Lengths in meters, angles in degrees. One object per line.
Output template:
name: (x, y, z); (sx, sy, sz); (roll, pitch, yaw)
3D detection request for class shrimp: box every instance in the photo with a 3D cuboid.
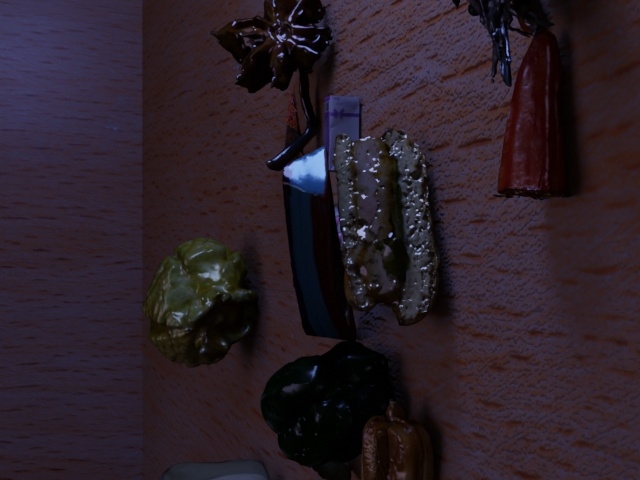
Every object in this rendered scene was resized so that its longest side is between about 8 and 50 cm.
shrimp: (0.189, -0.311, 0.902); (0.172, 0.137, 0.372); (127, 139, -53)

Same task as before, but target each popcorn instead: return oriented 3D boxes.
popcorn: (-0.249, 0.135, 1.971); (0.258, 0.224, 0.270); (134, 139, -52)

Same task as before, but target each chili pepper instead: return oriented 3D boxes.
chili pepper: (0.006, 0.243, 1.367); (0.165, 0.173, 0.261); (58, 150, 12)
chili pepper: (0.216, -0.127, 0.943); (0.088, 0.064, 0.169); (-176, 90, -69)

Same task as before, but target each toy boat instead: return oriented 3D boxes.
toy boat: (0.002, 0.032, 1.299); (0.392, 0.079, 0.136); (83, -174, -52)

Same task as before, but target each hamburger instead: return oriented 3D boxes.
hamburger: (0.087, -0.007, 1.225); (0.131, 0.124, 0.262); (75, -169, -67)

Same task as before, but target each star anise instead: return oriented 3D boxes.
star anise: (-0.073, -0.289, 1.586); (0.237, 0.148, 0.347); (-6, 81, 26)

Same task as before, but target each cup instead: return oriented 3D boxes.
cup: (-0.201, 0.527, 1.856); (0.255, 0.202, 0.173); (172, 98, -69)

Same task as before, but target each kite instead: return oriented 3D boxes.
kite: (-0.054, -0.159, 1.740); (0.125, 0.008, 0.222); (126, 139, -58)

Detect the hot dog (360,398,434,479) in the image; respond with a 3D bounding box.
hot dog: (0.101, 0.328, 1.229); (0.102, 0.076, 0.249); (5, 99, 32)

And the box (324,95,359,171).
box: (0.033, -0.162, 1.445); (0.036, 0.050, 0.117); (-177, 86, -77)

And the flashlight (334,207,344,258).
flashlight: (0.022, 0.049, 1.477); (0.093, 0.047, 0.200); (-139, 52, -63)

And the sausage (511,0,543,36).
sausage: (0.207, -0.294, 1.014); (0.028, 0.025, 0.198); (-29, 58, 31)

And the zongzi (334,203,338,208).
zongzi: (0.000, 0.000, 1.538); (0.119, 0.055, 0.109); (-7, 86, 58)

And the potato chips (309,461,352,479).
potato chips: (-0.014, 0.317, 1.481); (0.026, 0.142, 0.209); (-52, 52, 8)
